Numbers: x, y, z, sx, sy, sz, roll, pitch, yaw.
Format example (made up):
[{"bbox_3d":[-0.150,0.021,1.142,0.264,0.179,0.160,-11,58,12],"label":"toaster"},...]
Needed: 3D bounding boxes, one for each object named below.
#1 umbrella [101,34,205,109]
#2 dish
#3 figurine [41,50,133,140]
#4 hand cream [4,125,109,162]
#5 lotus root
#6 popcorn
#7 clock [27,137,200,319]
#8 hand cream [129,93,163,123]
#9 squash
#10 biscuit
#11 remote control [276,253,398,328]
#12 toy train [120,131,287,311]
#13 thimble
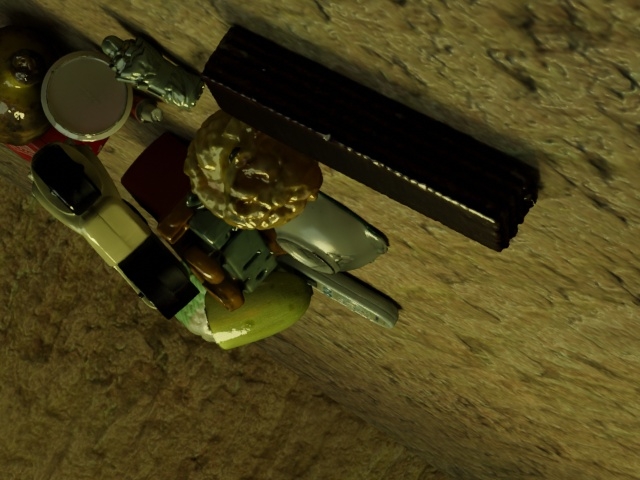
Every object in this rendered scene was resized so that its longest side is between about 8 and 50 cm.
[{"bbox_3d":[-0.218,-0.218,1.620,0.143,0.062,0.067,33,140,-13],"label":"umbrella"},{"bbox_3d":[0.000,0.000,1.909,0.224,0.078,0.246,24,166,29],"label":"dish"},{"bbox_3d":[-0.338,-0.210,1.840,0.132,0.132,0.154,34,178,-10],"label":"figurine"},{"bbox_3d":[-0.464,-0.196,2.166,0.193,0.125,0.193,31,169,7],"label":"hand cream"},{"bbox_3d":[-0.463,-0.237,1.900,0.141,0.169,0.314,2,170,-16],"label":"lotus root"},{"bbox_3d":[-0.081,-0.096,1.594,0.180,0.180,0.170,32,-164,-3],"label":"popcorn"},{"bbox_3d":[-0.340,-0.032,1.977,0.379,0.120,0.276,55,171,-36],"label":"clock"},{"bbox_3d":[-0.303,-0.213,1.928,0.216,0.038,0.052,23,138,50],"label":"hand cream"},{"bbox_3d":[-0.102,0.117,2.231,0.187,0.123,0.123,-16,155,8],"label":"squash"},{"bbox_3d":[0.050,-0.109,1.359,0.388,0.073,0.107,27,169,17],"label":"biscuit"},{"bbox_3d":[0.031,0.081,2.237,0.244,0.047,0.087,30,171,8],"label":"remote control"},{"bbox_3d":[-0.186,-0.035,2.052,0.231,0.163,0.369,41,172,21],"label":"toy train"},{"bbox_3d":[-0.173,0.090,2.406,0.219,0.150,0.219,22,-151,-13],"label":"thimble"}]
